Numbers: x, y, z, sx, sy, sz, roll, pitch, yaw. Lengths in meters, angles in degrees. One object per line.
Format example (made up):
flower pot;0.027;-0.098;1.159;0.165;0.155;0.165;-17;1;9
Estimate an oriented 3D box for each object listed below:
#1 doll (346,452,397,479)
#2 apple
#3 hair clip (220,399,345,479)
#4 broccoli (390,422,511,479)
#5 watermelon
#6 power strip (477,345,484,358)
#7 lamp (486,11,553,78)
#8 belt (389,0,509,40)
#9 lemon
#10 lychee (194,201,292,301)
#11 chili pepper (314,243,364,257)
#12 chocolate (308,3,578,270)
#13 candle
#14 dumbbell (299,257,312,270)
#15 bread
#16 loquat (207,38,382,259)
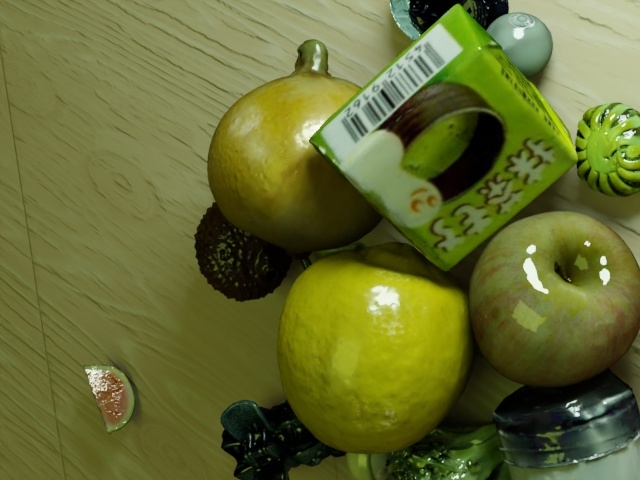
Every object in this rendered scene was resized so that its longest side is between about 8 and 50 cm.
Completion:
doll;0.111;0.445;1.949;0.117;0.141;0.296;11;123;33
apple;0.344;0.094;1.633;0.257;0.257;0.234;45;156;23
hair clip;-0.063;0.359;2.048;0.310;0.206;0.194;-30;85;39
broccoli;0.247;0.386;1.839;0.246;0.248;0.288;-24;71;5
watermelon;-0.467;0.347;2.475;0.163;0.087;0.069;69;161;6
power strip;0.253;0.160;1.858;0.253;0.027;0.060;18;110;35
lamp;0.298;-0.293;1.663;0.105;0.105;0.105;10;107;38
belt;0.198;-0.377;1.745;0.198;0.078;0.151;35;125;27
lemon;0.087;0.171;1.767;0.348;0.348;0.347;10;107;38
lychee;-0.138;0.014;2.043;0.238;0.200;0.200;33;121;50
chili pepper;0.000;0.001;2.022;0.208;0.043;0.049;27;129;33
chocolate;0.191;-0.134;1.612;0.301;0.289;0.137;-41;29;14
candle;0.404;0.378;1.666;0.221;0.221;0.342;-15;94;41
dumbbell;0.017;0.122;2.011;0.081;0.082;0.254;-37;76;39
bread;0.431;-0.132;1.616;0.130;0.071;0.139;6;104;43
loquat;-0.018;-0.150;1.819;0.328;0.328;0.359;12;102;37
